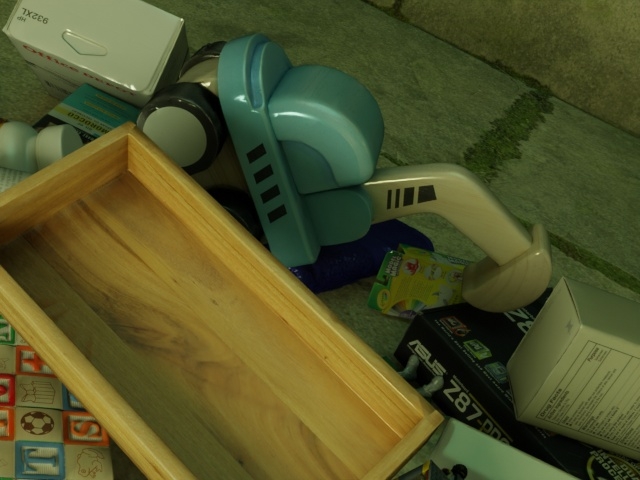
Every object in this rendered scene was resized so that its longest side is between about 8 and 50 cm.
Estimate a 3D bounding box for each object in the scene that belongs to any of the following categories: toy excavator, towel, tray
[{"bbox_3d":[0.047,-0.077,1.172,0.445,0.433,0.222,-10,26,18],"label":"toy excavator"},{"bbox_3d":[0.000,0.000,1.388,0.308,0.076,0.228,-10,36,-44],"label":"towel"},{"bbox_3d":[-0.115,0.087,0.790,0.411,0.076,0.203,42,58,17],"label":"tray"}]

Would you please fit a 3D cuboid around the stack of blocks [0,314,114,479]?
[{"bbox_3d":[-0.298,0.174,0.857,0.171,0.087,0.297,9,32,-25],"label":"stack of blocks"}]

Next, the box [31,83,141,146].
[{"bbox_3d":[-0.326,-0.132,1.213,0.100,0.060,0.244,25,27,-6],"label":"box"}]

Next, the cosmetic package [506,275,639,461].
[{"bbox_3d":[0.404,0.178,1.095,0.309,0.160,0.113,21,30,-8],"label":"cosmetic package"}]

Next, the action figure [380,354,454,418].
[{"bbox_3d":[0.050,0.189,1.107,0.232,0.063,0.137,-5,30,-43],"label":"action figure"}]

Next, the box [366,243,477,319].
[{"bbox_3d":[0.164,0.071,1.343,0.179,0.105,0.043,14,22,-17],"label":"box"}]

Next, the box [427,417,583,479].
[{"bbox_3d":[0.235,0.304,0.946,0.275,0.094,0.113,25,64,17],"label":"box"}]

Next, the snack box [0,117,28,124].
[{"bbox_3d":[-0.454,-0.125,1.305,0.064,0.022,0.178,10,32,-28],"label":"snack box"}]

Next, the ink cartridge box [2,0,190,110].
[{"bbox_3d":[-0.325,-0.279,1.390,0.223,0.129,0.307,23,-8,-2],"label":"ink cartridge box"}]

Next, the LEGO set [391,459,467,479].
[{"bbox_3d":[0.064,0.363,0.775,0.255,0.192,0.331,46,25,-22],"label":"LEGO set"}]

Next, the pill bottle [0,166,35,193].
[{"bbox_3d":[-0.335,-0.011,0.913,0.229,0.131,0.131,11,31,-18],"label":"pill bottle"}]

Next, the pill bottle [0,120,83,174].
[{"bbox_3d":[-0.383,-0.073,1.042,0.208,0.117,0.117,-10,31,5],"label":"pill bottle"}]

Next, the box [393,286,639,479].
[{"bbox_3d":[0.335,0.234,1.206,0.318,0.097,0.395,-3,40,-42],"label":"box"}]
